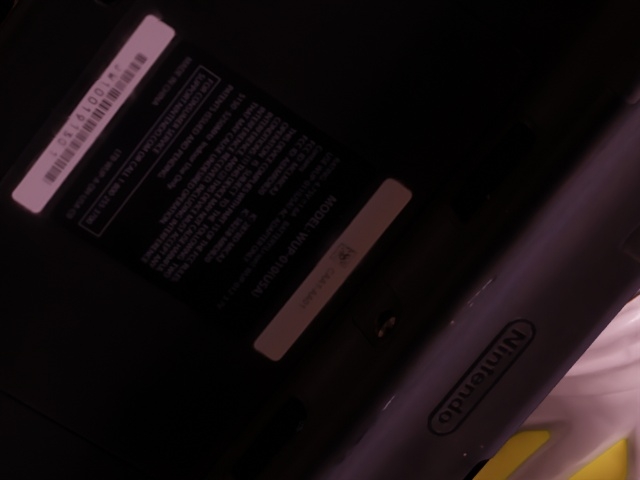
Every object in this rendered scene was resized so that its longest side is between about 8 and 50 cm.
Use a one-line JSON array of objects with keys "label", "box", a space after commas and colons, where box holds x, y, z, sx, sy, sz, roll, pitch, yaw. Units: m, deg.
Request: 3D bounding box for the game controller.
[{"label": "game controller", "box": [-0.011, -0.006, 0.478, 0.319, 0.166, 0.067, -51, -167, 14]}]

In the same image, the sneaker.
[{"label": "sneaker", "box": [0.057, 0.124, 0.896, 0.145, 0.147, 0.385, -28, 175, -27]}]
